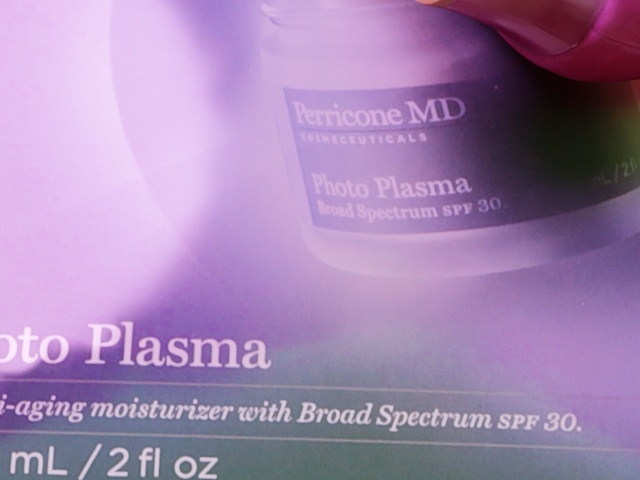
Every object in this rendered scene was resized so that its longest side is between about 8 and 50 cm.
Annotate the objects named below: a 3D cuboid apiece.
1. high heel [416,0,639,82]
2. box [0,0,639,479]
[{"bbox_3d":[0.058,-0.149,0.671,0.117,0.082,0.244,13,34,-32],"label":"high heel"},{"bbox_3d":[0.000,0.000,0.715,0.296,0.183,0.294,1,61,-2],"label":"box"}]
